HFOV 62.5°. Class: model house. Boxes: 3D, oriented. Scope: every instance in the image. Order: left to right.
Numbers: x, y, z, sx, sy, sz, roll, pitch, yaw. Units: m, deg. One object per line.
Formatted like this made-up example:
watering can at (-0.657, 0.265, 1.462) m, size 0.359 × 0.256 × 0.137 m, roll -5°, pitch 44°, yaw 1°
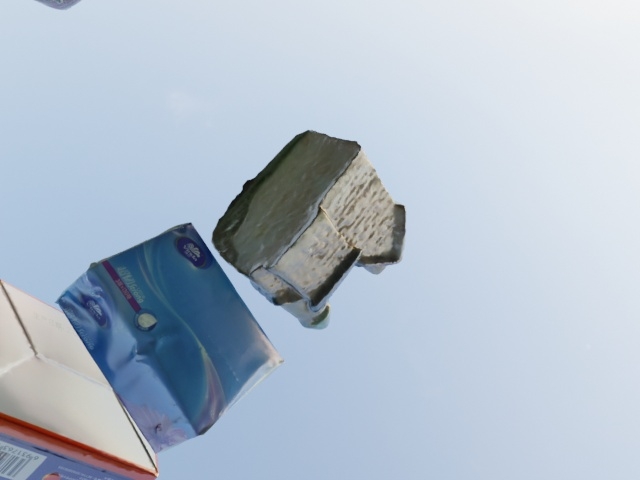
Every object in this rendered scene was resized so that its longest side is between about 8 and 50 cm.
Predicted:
model house at (0.002, 0.000, 0.990) m, size 0.298 × 0.284 × 0.243 m, roll -50°, pitch -145°, yaw -8°

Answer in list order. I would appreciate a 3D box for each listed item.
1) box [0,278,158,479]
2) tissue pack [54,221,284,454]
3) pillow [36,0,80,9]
box at (-0.506, 0.313, 0.917) m, size 0.257 × 0.349 × 0.318 m, roll -45°, pitch -145°, yaw 6°
tissue pack at (-0.212, 0.134, 0.770) m, size 0.263 × 0.146 × 0.198 m, roll 56°, pitch -142°, yaw 0°
pillow at (-0.396, -0.408, 0.788) m, size 0.179 × 0.171 × 0.075 m, roll -18°, pitch -94°, yaw 26°
